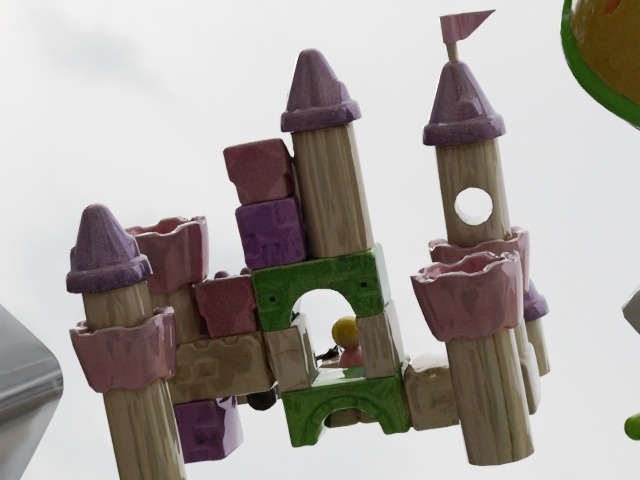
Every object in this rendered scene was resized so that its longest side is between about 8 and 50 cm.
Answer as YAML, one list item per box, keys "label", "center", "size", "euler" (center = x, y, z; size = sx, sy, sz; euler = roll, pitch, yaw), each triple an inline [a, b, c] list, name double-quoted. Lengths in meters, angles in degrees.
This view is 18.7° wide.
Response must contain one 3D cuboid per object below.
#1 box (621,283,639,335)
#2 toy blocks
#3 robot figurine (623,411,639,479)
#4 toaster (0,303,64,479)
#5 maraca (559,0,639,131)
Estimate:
- label: "box"
  center: [0.278, 0.057, 0.494]
  size: [0.345, 0.215, 0.168]
  euler: [48, -48, -3]
- label: "toy blocks"
  center: [0.000, 0.000, 1.276]
  size: [0.289, 0.309, 0.260]
  euler: [-10, -83, 13]
- label: "robot figurine"
  center: [0.215, 0.118, 1.059]
  size: [0.101, 0.067, 0.115]
  euler: [35, -72, 55]
- label: "toaster"
  center: [-0.221, 0.082, 0.863]
  size: [0.186, 0.110, 0.168]
  euler: [40, -64, 16]
- label: "maraca"
  center: [0.184, -0.083, 0.739]
  size: [0.186, 0.127, 0.099]
  euler: [5, -33, 15]
